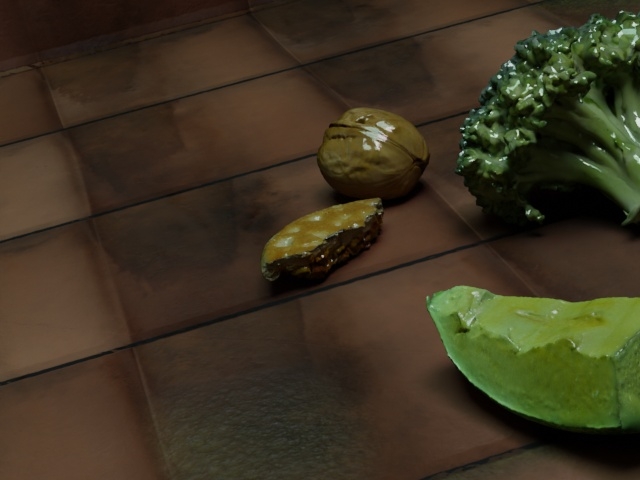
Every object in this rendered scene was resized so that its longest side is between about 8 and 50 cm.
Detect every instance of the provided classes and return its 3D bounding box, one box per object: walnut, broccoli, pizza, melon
[{"bbox_3d":[0.074,-0.130,2.187,0.180,0.144,0.144,22,40,39],"label":"walnut"},{"bbox_3d":[0.383,-0.171,1.989,0.317,0.277,0.338,24,48,24],"label":"broccoli"},{"bbox_3d":[0.001,0.003,2.018,0.127,0.058,0.246,3,27,33],"label":"pizza"},{"bbox_3d":[0.259,0.119,1.571,0.196,0.124,0.323,-29,24,-36],"label":"melon"}]
